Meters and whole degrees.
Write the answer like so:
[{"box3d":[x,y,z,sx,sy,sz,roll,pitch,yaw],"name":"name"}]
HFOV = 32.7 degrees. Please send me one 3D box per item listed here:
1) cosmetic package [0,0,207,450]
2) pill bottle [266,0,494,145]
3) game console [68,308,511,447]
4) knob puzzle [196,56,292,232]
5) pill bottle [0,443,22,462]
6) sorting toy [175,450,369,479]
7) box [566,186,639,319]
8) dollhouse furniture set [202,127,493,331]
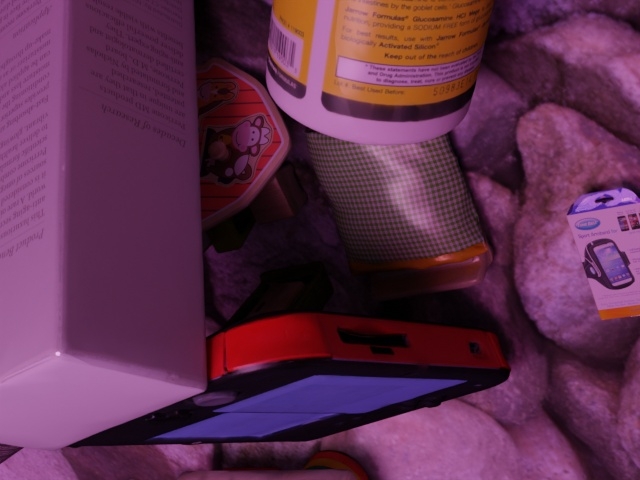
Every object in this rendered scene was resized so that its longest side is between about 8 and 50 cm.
[{"box3d":[-0.242,-0.058,1.019,0.230,0.453,0.161,-25,148,36],"name":"cosmetic package"},{"box3d":[0.062,-0.262,0.895,0.188,0.188,0.334,20,126,15],"name":"pill bottle"},{"box3d":[-0.029,0.160,1.116,0.342,0.386,0.060,-29,64,36],"name":"game console"},{"box3d":[-0.122,-0.100,1.109,0.213,0.030,0.213,-7,71,21],"name":"knob puzzle"},{"box3d":[-0.444,0.204,1.444,0.318,0.176,0.176,-35,100,38],"name":"pill bottle"},{"box3d":[-0.020,0.382,1.394,0.255,0.089,0.257,-8,115,30],"name":"sorting toy"},{"box3d":[0.291,0.009,1.048,0.081,0.028,0.136,-10,111,31],"name":"box"},{"box3d":[0.000,0.000,1.110,0.302,0.151,0.197,-12,113,32],"name":"dollhouse furniture set"}]
